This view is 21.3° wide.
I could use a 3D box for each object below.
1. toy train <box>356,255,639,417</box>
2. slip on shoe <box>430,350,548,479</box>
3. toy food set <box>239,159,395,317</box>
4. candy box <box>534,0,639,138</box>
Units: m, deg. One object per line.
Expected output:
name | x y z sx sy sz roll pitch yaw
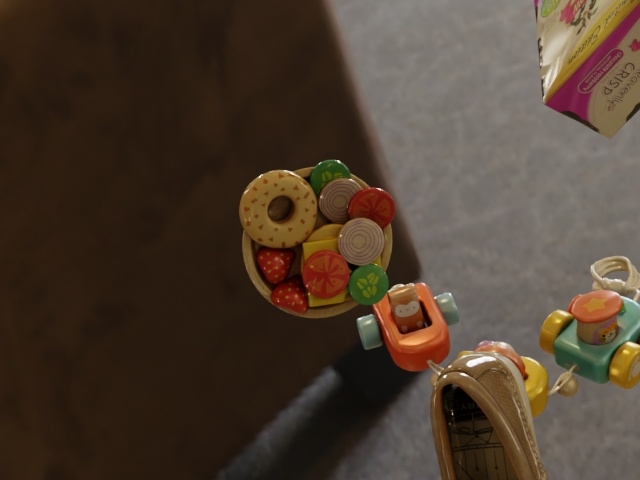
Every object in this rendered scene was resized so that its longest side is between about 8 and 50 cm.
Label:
toy train | 0.106 0.043 0.946 0.166 0.046 0.125 -14 42 -2
slip on shoe | 0.075 0.113 0.700 0.051 0.135 0.041 -11 0 24
toy food set | 0.000 0.000 0.894 0.082 0.083 0.020 -9 9 -10
candy box | 0.240 -0.216 1.338 0.159 0.071 0.233 -49 26 37
